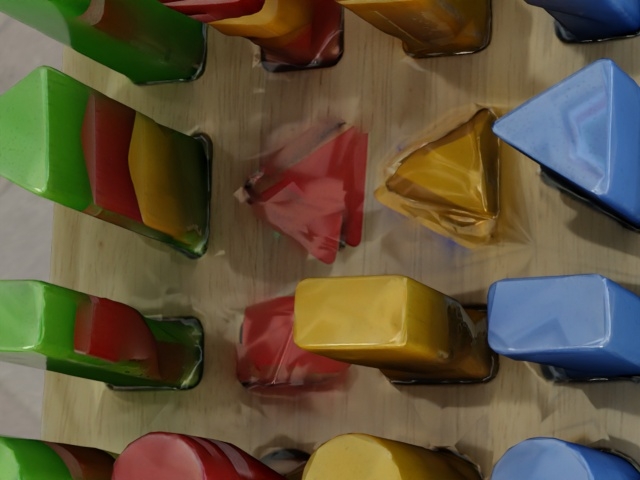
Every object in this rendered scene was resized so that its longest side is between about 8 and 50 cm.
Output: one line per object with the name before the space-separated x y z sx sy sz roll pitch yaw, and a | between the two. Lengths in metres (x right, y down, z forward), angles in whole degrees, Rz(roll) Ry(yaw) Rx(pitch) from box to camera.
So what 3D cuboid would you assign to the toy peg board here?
toy peg board | 0.000 0.000 0.379 0.079 0.160 0.161 22 67 -62
